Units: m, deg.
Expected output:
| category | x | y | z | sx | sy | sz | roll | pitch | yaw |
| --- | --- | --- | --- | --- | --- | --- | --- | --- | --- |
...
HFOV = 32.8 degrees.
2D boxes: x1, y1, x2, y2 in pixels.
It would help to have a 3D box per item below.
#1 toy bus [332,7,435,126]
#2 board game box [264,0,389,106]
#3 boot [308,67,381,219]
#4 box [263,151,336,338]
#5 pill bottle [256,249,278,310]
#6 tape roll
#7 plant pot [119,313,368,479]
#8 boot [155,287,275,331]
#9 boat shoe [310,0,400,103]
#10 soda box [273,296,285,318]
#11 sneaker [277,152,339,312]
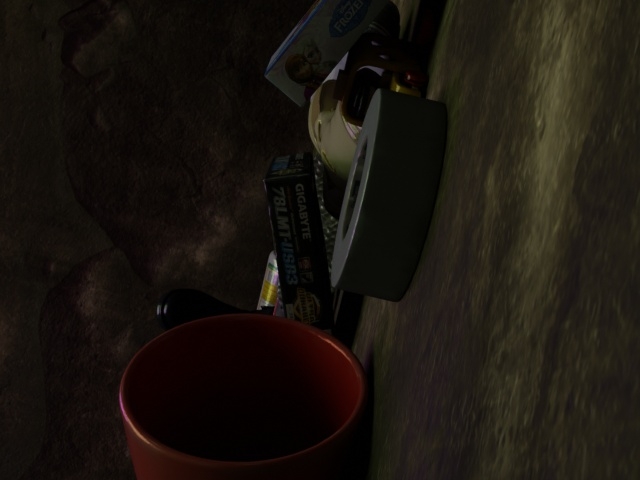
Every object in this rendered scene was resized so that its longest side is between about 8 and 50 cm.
| category | x | y | z | sx | sy | sz | roll | pitch | yaw |
| --- | --- | --- | --- | --- | --- | --- | --- | --- | --- |
| toy bus | 0.070 | -0.187 | 1.360 | 0.202 | 0.104 | 0.191 | 114 | 168 | -72 |
| board game box | 0.052 | -0.333 | 1.433 | 0.319 | 0.066 | 0.318 | -50 | 9 | 9 |
| boot | 0.048 | -0.187 | 1.598 | 0.203 | 0.095 | 0.262 | 107 | 164 | -51 |
| box | -0.025 | 0.032 | 1.576 | 0.295 | 0.073 | 0.294 | -96 | 0 | -81 |
| pill bottle | -0.066 | 0.131 | 2.164 | 0.117 | 0.117 | 0.209 | -93 | 16 | -75 |
| tape roll | 0.070 | -0.048 | 1.158 | 0.219 | 0.072 | 0.219 | -167 | 90 | -87 |
| plant pot | -0.089 | 0.255 | 1.230 | 0.275 | 0.274 | 0.243 | -84 | -1 | -60 |
| boot | -0.149 | 0.142 | 1.998 | 0.207 | 0.246 | 0.094 | -9 | 66 | 48 |
| boat shoe | 0.063 | -0.280 | 1.761 | 0.102 | 0.108 | 0.301 | -60 | -4 | -26 |
| soda box | -0.022 | 0.049 | 1.975 | 0.263 | 0.092 | 0.083 | -81 | 7 | -52 |
| sneaker | 0.001 | 0.000 | 1.866 | 0.146 | 0.102 | 0.294 | 102 | -175 | -77 |
